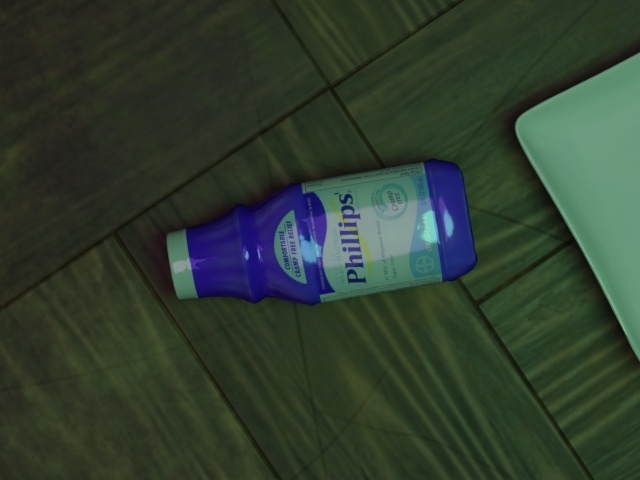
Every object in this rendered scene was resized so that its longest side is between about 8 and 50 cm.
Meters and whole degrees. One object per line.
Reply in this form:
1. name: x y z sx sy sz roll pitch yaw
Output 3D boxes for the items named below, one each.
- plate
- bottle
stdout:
1. plate: 0.358 -0.053 1.850 0.278 0.045 0.277 -28 88 -5
2. bottle: 0.000 0.000 1.855 0.282 0.092 0.118 -9 92 1
